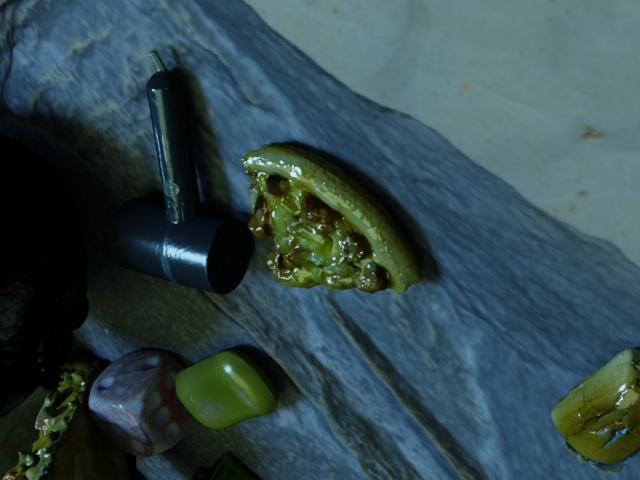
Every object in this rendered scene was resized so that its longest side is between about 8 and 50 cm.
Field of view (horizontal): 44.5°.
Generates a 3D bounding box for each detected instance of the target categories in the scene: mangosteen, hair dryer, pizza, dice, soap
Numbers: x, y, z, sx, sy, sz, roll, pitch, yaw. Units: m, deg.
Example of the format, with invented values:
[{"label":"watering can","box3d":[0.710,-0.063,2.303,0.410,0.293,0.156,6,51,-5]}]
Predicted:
[{"label":"mangosteen","box3d":[-0.397,0.025,0.745,0.346,0.307,0.307,21,135,4]},{"label":"hair dryer","box3d":[-0.135,-0.059,0.687,0.124,0.071,0.219,14,125,25]},{"label":"pizza","box3d":[-0.273,0.298,0.911,0.074,0.288,0.251,-18,107,6]},{"label":"pizza","box3d":[0.000,0.000,0.651,0.175,0.046,0.134,33,136,6]},{"label":"dice","box3d":[-0.206,0.189,0.912,0.091,0.094,0.093,-1,125,33]},{"label":"soap","box3d":[-0.103,0.163,0.856,0.089,0.045,0.140,48,135,-13]}]

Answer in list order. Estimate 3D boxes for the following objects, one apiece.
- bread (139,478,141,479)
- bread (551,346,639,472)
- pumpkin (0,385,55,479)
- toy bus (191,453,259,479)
[{"label":"bread","box3d":[-0.354,0.414,1.191,0.136,0.107,0.241,45,137,-10]},{"label":"bread","box3d":[0.229,0.132,0.600,0.072,0.053,0.106,33,131,2]},{"label":"pumpkin","box3d":[-0.518,0.222,0.988,0.332,0.199,0.332,22,161,8]},{"label":"toy bus","box3d":[-0.155,0.409,1.052,0.139,0.113,0.302,34,136,1]}]
